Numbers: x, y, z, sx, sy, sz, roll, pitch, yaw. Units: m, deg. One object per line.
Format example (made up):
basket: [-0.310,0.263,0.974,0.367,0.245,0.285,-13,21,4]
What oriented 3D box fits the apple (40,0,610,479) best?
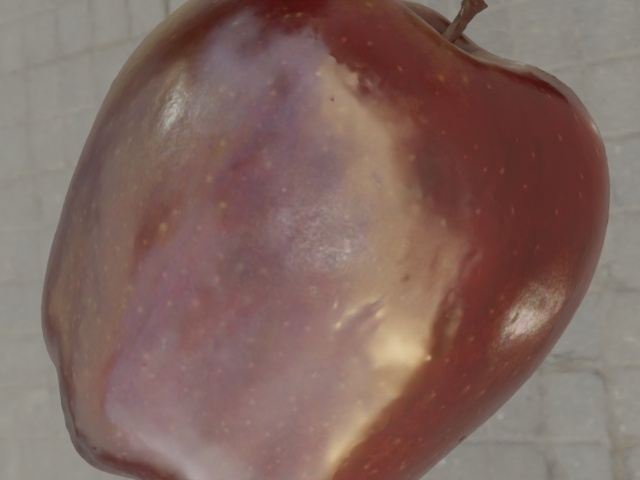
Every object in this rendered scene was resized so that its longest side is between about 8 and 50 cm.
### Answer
apple: [0.000,0.000,0.787,0.288,0.288,0.317,40,100,34]
